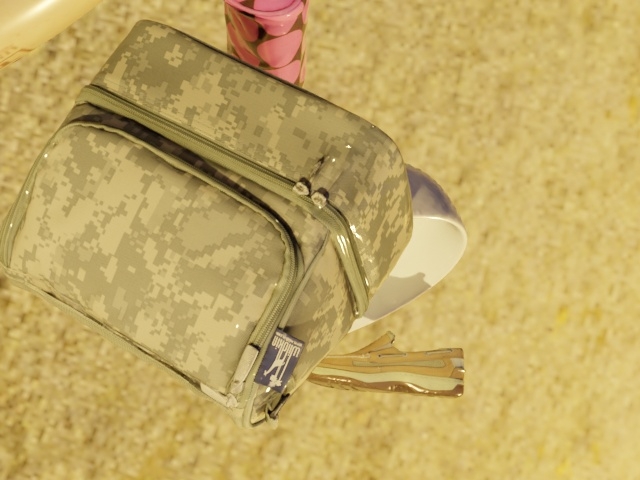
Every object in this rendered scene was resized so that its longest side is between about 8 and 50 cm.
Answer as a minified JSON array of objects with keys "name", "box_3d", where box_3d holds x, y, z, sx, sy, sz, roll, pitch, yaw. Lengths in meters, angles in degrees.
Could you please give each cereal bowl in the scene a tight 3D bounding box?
[{"name":"cereal bowl","box_3d":[0.000,0.000,1.860,0.339,0.339,0.141,23,41,-61]}]

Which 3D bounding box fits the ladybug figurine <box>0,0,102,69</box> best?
[{"name":"ladybug figurine","box_3d":[-0.177,-0.191,0.643,0.162,0.305,0.449,63,4,-29]}]

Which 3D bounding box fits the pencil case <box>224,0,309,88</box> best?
[{"name":"pencil case","box_3d":[-0.061,-0.200,1.505,0.209,0.098,0.095,96,15,-61]}]

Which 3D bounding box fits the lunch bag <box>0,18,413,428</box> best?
[{"name":"lunch bag","box_3d":[-0.099,-0.006,1.317,0.256,0.305,0.212,-55,159,-17]}]

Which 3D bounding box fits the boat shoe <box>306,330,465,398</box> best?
[{"name":"boat shoe","box_3d":[0.075,0.141,1.790,0.068,0.190,0.072,119,-24,-80]}]
